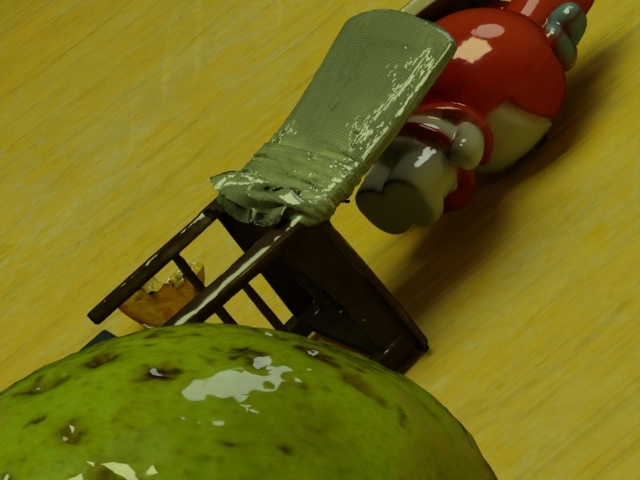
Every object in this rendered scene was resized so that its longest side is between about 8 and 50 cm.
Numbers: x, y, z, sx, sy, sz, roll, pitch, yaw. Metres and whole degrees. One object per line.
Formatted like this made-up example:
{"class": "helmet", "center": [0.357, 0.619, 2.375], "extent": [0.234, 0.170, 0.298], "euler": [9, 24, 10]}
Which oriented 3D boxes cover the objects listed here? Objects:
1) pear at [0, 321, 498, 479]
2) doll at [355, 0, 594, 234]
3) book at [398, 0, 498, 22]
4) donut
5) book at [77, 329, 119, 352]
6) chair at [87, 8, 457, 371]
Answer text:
{"class": "pear", "center": [-0.085, 0.228, 0.848], "extent": [0.391, 0.391, 0.391], "euler": [-27, 27, 15]}
{"class": "doll", "center": [0.132, -0.127, 1.447], "extent": [0.161, 0.130, 0.290], "euler": [-20, 29, 56]}
{"class": "book", "center": [0.103, -0.173, 1.538], "extent": [0.138, 0.016, 0.199], "euler": [-38, -18, -10]}
{"class": "donut", "center": [-0.137, 0.041, 1.555], "extent": [0.083, 0.067, 0.038], "euler": [-57, -9, 35]}
{"class": "book", "center": [-0.244, 0.188, 1.470], "extent": [0.269, 0.025, 0.191], "euler": [-42, 27, -14]}
{"class": "chair", "center": [0.000, 0.000, 1.323], "extent": [0.319, 0.186, 0.160], "euler": [-46, 27, -15]}
